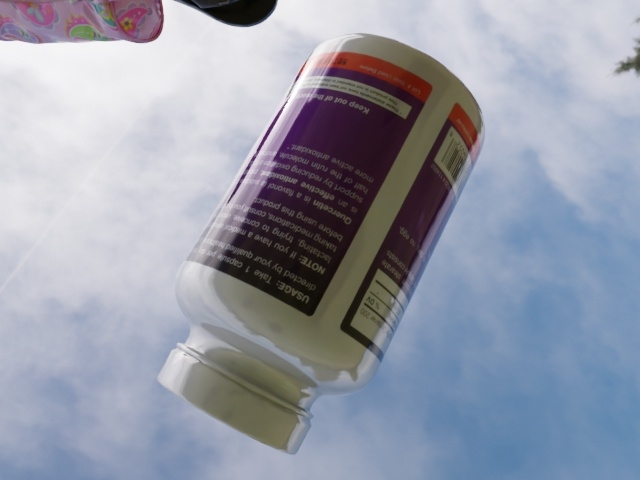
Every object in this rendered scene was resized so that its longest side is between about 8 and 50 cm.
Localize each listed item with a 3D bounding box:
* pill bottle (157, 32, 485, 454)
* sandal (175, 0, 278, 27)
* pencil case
[{"bbox_3d":[0.000,0.000,0.474,0.181,0.181,0.323,32,-105,-13],"label":"pill bottle"},{"bbox_3d":[-0.204,-0.460,1.017,0.255,0.054,0.097,10,-90,-11],"label":"sandal"},{"bbox_3d":[-0.368,-0.347,0.802,0.284,0.124,0.124,9,-117,20],"label":"pencil case"}]
